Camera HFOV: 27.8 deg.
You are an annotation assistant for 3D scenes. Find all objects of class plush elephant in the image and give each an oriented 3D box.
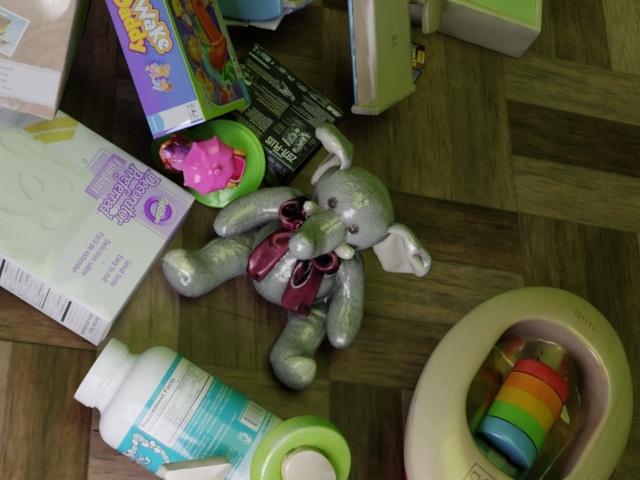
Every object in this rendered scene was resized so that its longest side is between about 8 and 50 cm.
[{"bbox_3d":[0.000,0.000,1.788,0.272,0.255,0.330,47,56,6],"label":"plush elephant"}]

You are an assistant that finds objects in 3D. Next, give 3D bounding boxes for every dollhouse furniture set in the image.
[{"bbox_3d":[0.004,-0.341,2.067,0.303,0.198,0.286,9,26,28],"label":"dollhouse furniture set"}]

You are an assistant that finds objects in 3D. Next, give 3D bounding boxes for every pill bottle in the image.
[{"bbox_3d":[-0.180,0.233,1.655,0.264,0.146,0.146,33,56,-2],"label":"pill bottle"}]

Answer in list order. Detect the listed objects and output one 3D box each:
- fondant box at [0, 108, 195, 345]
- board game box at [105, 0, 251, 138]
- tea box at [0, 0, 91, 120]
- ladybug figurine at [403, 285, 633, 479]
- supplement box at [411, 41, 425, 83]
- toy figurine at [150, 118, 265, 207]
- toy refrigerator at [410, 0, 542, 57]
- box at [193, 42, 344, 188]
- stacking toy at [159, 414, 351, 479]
[{"bbox_3d":[-0.373,-0.047,1.757,0.330,0.096,0.238,33,56,-4],"label":"fondant box"},{"bbox_3d":[-0.213,-0.327,1.756,0.233,0.078,0.347,-45,118,-73],"label":"board game box"},{"bbox_3d":[-0.476,-0.370,1.747,0.329,0.220,0.323,14,37,-8],"label":"tea box"},{"bbox_3d":[0.263,0.260,1.813,0.305,0.162,0.449,41,55,2],"label":"ladybug figurine"},{"bbox_3d":[0.126,-0.301,2.131,0.083,0.043,0.055,15,58,-15],"label":"supplement box"},{"bbox_3d":[-0.172,-0.116,1.818,0.173,0.159,0.130,18,94,4],"label":"toy figurine"},{"bbox_3d":[0.242,-0.415,2.211,0.270,0.094,0.102,16,59,-13],"label":"toy refrigerator"},{"bbox_3d":[-0.081,-0.186,1.962,0.180,0.077,0.147,38,56,1],"label":"box"},{"bbox_3d":[-0.049,0.377,1.553,0.309,0.130,0.279,-14,114,-25],"label":"stacking toy"}]
